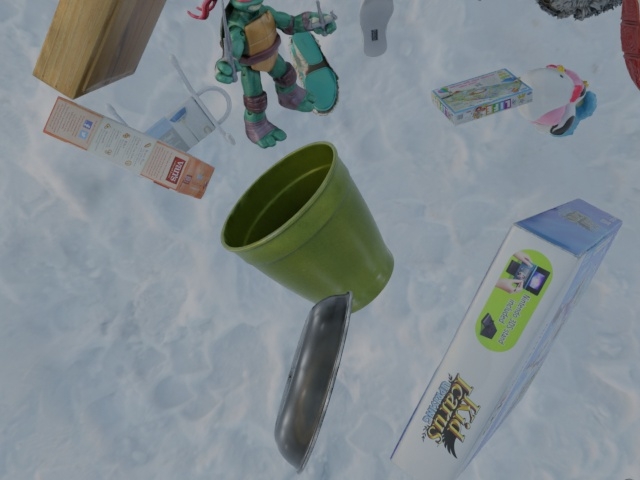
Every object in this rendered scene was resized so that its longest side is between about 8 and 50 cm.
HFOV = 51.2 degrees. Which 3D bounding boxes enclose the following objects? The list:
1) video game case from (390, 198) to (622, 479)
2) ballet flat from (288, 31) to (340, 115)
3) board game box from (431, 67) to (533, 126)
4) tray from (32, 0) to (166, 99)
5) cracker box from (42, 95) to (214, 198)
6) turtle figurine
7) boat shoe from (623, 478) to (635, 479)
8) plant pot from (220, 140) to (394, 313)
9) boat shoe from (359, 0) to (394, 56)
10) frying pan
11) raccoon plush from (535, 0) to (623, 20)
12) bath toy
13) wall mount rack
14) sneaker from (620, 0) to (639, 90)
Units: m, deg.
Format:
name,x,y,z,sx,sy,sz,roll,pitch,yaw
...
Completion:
name,x,y,z,sx,sy,sz,roll,pitch,yaw
video game case,0.193,0.088,0.651,0.061,0.269,0.244,32,112,24
ballet flat,-0.010,-0.366,1.497,0.091,0.077,0.241,-14,66,-1
board game box,0.295,-0.266,1.229,0.154,0.103,0.026,-18,129,-6
tray,-0.250,-0.405,0.930,0.076,0.203,0.411,33,116,-4
cracker box,-0.301,-0.144,1.080,0.232,0.156,0.067,24,91,4
turtle figurine,-0.066,-0.232,0.810,0.175,0.234,0.118,-34,58,-16
boat shoe,0.407,0.422,0.929,0.099,0.319,0.116,48,123,29
plant pot,0.000,0.000,1.711,0.366,0.366,0.353,-42,116,2
boat shoe,0.155,-0.633,1.881,0.096,0.267,0.088,-7,67,4
frying pan,0.002,0.111,0.763,0.053,0.326,0.197,17,123,-2
raccoon plush,0.656,-0.585,1.490,0.446,0.299,0.216,16,110,20
bath toy,0.528,-0.316,1.474,0.129,0.348,0.151,0,92,29
wall mount rack,-0.398,-0.316,1.784,0.350,0.130,0.304,-40,122,-5
sneaker,0.388,-0.267,0.693,0.128,0.087,0.221,-12,113,2
